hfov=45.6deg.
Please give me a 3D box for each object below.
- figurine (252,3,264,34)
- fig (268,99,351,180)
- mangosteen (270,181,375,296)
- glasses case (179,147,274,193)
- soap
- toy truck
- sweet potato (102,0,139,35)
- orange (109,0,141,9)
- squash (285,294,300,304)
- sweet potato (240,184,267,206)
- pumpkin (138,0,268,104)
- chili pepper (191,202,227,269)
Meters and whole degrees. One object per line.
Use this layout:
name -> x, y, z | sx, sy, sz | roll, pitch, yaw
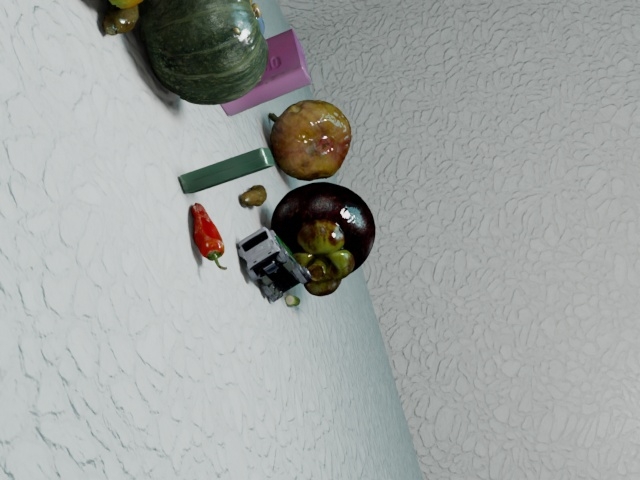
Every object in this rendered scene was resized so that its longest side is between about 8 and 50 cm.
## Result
figurine -> -0.266, -0.700, 2.446 | 0.263, 0.143, 0.162 | -126, -166, -53
fig -> -0.069, -0.380, 2.634 | 0.369, 0.286, 0.286 | 46, -11, 47
mangosteen -> 0.010, -0.004, 2.094 | 0.297, 0.296, 0.314 | 34, 47, -74
glasses case -> -0.189, -0.141, 1.542 | 0.078, 0.184, 0.040 | -31, 104, -80
soap -> -0.165, -0.473, 2.136 | 0.081, 0.259, 0.181 | 57, 17, -52
toy truck -> -0.109, 0.059, 1.834 | 0.124, 0.114, 0.253 | 60, 4, 29
sweet potato -> -0.389, -0.466, 1.466 | 0.081, 0.062, 0.233 | 28, 43, -48
orange -> -0.381, -0.571, 1.333 | 0.335, 0.196, 0.263 | 55, 29, -57
squash -> -0.072, 0.163, 2.060 | 0.083, 0.027, 0.028 | 26, 44, -76
sweet potato -> -0.170, -0.114, 1.997 | 0.182, 0.053, 0.054 | -62, 137, -78
pumpkin -> -0.252, -0.457, 1.607 | 0.291, 0.257, 0.328 | 79, -3, -69
chili pepper -> -0.224, -0.011, 1.490 | 0.059, 0.050, 0.191 | 54, 7, -51
